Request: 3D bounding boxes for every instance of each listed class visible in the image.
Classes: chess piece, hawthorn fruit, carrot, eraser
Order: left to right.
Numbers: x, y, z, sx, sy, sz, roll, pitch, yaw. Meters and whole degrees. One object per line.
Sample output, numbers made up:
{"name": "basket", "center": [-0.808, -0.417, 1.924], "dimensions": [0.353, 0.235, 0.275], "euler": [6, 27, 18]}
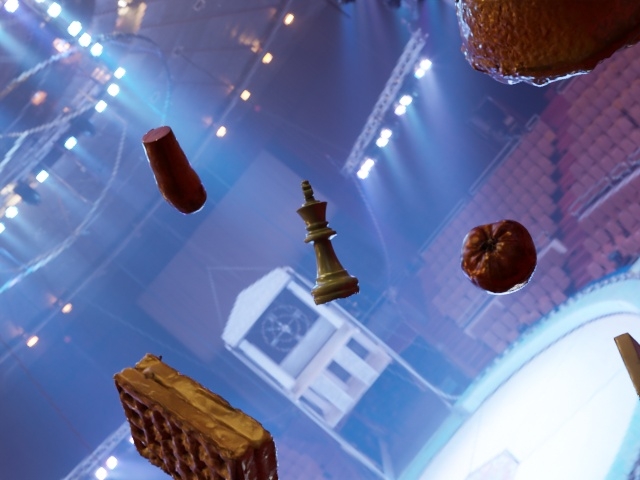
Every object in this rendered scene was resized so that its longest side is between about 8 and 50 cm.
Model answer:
{"name": "carrot", "center": [-0.290, -0.132, 1.412], "dimensions": [0.087, 0.087, 0.193], "euler": [-48, -41, -21]}
{"name": "chess piece", "center": [0.000, 0.000, 0.850], "dimensions": [0.059, 0.149, 0.059], "euler": [-17, -2, -1]}
{"name": "hawthorn fruit", "center": [0.294, 0.034, 1.156], "dimensions": [0.125, 0.140, 0.125], "euler": [-37, 12, 9]}
{"name": "eraser", "center": [0.437, 0.204, 0.946], "dimensions": [0.023, 0.150, 0.104], "euler": [-27, -37, 25]}

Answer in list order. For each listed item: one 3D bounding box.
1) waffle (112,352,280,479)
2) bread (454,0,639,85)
{"name": "waffle", "center": [-0.204, 0.341, 1.208], "dimensions": [0.091, 0.308, 0.212], "euler": [-36, -44, -37]}
{"name": "bread", "center": [0.446, -0.458, 1.351], "dimensions": [0.398, 0.215, 0.398], "euler": [-22, 34, 16]}
